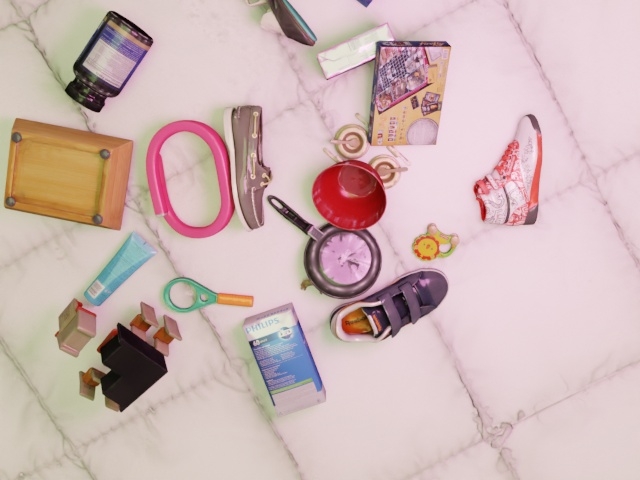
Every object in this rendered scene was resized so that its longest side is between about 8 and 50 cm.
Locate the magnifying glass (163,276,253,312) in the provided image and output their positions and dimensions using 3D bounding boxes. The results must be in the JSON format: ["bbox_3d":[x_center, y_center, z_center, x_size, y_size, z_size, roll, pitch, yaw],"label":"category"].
[{"bbox_3d":[-0.287,0.146,1.828,0.231,0.026,0.092,5,100,0],"label":"magnifying glass"}]

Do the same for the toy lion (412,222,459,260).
[{"bbox_3d":[0.285,0.012,1.789,0.100,0.034,0.096,24,107,-4],"label":"toy lion"}]

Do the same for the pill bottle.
[{"bbox_3d":[-0.501,-0.416,1.680,0.123,0.123,0.219,37,100,-5],"label":"pill bottle"}]

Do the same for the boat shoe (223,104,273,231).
[{"bbox_3d":[-0.166,-0.173,1.724,0.091,0.109,0.304,-7,96,7],"label":"boat shoe"}]

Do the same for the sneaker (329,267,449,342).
[{"bbox_3d":[0.176,0.173,1.773,0.321,0.127,0.126,-25,97,4],"label":"sneaker"}]

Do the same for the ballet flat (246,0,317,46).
[{"bbox_3d":[-0.114,-0.554,1.668,0.096,0.095,0.280,-31,88,16],"label":"ballet flat"}]

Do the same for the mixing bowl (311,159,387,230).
[{"bbox_3d":[0.079,-0.124,1.719,0.182,0.098,0.181,9,125,13],"label":"mixing bowl"}]

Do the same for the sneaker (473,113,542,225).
[{"bbox_3d":[0.447,-0.166,1.721,0.145,0.090,0.269,-2,103,-1],"label":"sneaker"}]

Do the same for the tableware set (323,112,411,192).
[{"bbox_3d":[0.117,-0.204,1.747,0.194,0.039,0.128,42,99,-6],"label":"tableware set"}]

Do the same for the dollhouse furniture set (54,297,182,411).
[{"bbox_3d":[-0.523,0.258,1.796,0.259,0.135,0.262,36,101,-33],"label":"dollhouse furniture set"}]

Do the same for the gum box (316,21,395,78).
[{"bbox_3d":[0.088,-0.441,1.669,0.189,0.107,0.062,-23,99,5],"label":"gum box"}]

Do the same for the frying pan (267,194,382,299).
[{"bbox_3d":[0.027,-0.011,1.767,0.197,0.053,0.326,-27,86,-9],"label":"frying pan"}]

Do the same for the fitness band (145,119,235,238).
[{"bbox_3d":[-0.315,-0.146,1.737,0.209,0.054,0.290,-6,101,17],"label":"fitness band"}]

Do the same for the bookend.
[{"bbox_3d":[-0.479,0.306,1.712,0.157,0.072,0.156,-42,125,4],"label":"bookend"}]

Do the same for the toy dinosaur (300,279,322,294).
[{"bbox_3d":[0.022,0.071,1.793,0.093,0.053,0.183,37,99,-4],"label":"toy dinosaur"}]

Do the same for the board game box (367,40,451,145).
[{"bbox_3d":[0.202,-0.338,1.659,0.165,0.042,0.243,-2,124,-10],"label":"board game box"}]

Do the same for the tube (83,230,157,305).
[{"bbox_3d":[-0.512,0.076,1.810,0.080,0.052,0.207,43,95,-15],"label":"tube"}]

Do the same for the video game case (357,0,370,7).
[{"bbox_3d":[0.163,-0.633,1.550,0.061,0.269,0.244,38,100,-8],"label":"video game case"}]

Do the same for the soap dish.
[{"bbox_3d":[-0.618,-0.156,1.733,0.291,0.118,0.228,11,100,-2],"label":"soap dish"}]

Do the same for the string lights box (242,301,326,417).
[{"bbox_3d":[-0.090,0.304,1.826,0.133,0.077,0.259,-19,99,4],"label":"string lights box"}]
